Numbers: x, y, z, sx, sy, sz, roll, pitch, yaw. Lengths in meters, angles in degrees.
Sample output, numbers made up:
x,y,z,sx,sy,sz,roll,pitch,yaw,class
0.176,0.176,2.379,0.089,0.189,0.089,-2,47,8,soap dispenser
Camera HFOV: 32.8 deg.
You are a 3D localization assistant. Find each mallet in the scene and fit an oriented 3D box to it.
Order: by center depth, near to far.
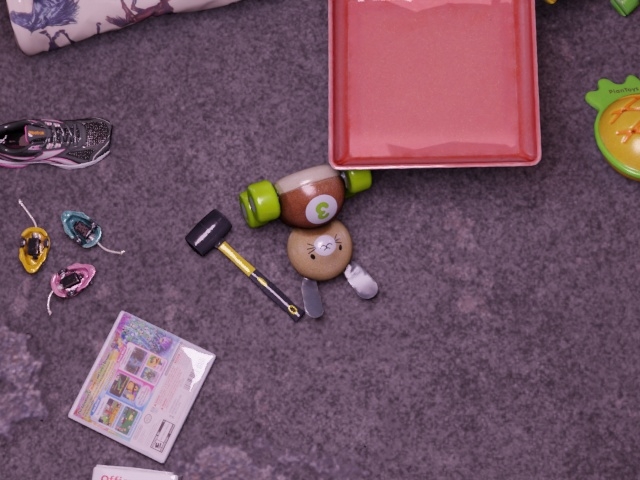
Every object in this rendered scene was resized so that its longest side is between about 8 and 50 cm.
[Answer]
x,y,z,sx,sy,sz,roll,pitch,yaw,class
-0.091,0.032,1.460,0.190,0.039,0.062,35,79,3,mallet

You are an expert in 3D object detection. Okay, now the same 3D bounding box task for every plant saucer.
x,y,z,sx,sy,sz,roll,pitch,yaw,class
0.140,-0.210,1.363,0.258,0.048,0.259,-1,78,4,plant saucer

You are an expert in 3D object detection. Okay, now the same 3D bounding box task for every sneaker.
x,y,z,sx,sy,sz,roll,pitch,yaw,class
-0.372,-0.134,1.477,0.178,0.077,0.072,-10,80,-1,sneaker

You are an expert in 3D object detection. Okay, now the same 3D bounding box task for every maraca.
x,y,z,sx,sy,sz,roll,pitch,yaw,class
0.425,-0.152,1.452,0.127,0.099,0.185,-6,53,-8,maraca

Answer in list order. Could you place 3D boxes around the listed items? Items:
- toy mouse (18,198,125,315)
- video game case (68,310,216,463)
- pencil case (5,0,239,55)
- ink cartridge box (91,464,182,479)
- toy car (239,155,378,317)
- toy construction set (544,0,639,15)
x,y,z,sx,sy,sz,roll,pitch,yaw,class
-0.332,0.020,1.467,0.143,0.031,0.161,-4,79,1,toy mouse
-0.235,0.192,1.436,0.143,0.019,0.157,25,81,7,video game case
-0.243,-0.374,1.483,0.410,0.183,0.160,-14,107,-1,pencil case
-0.239,0.365,1.378,0.109,0.063,0.150,5,78,3,ink cartridge box
0.000,0.000,1.416,0.155,0.149,0.188,-18,90,-13,toy car
0.273,-0.392,1.412,0.237,0.309,0.257,-44,73,-2,toy construction set
